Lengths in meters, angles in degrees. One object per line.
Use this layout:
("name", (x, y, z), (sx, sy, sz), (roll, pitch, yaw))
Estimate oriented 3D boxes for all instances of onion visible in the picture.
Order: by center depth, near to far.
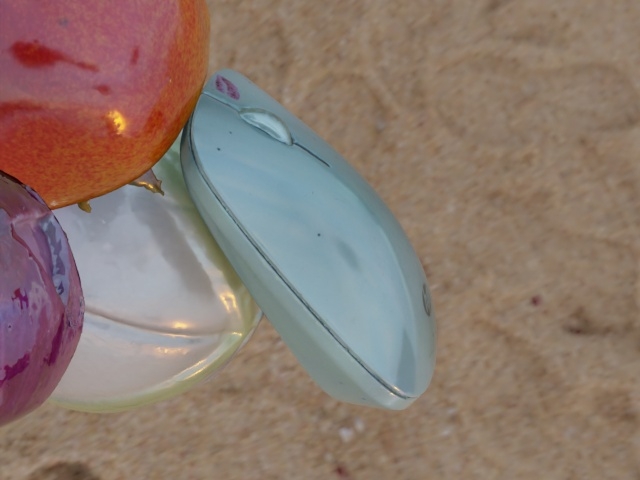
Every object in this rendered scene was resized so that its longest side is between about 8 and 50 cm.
("onion", (-0.185, 0.032, 0.741), (0.177, 0.177, 0.153), (6, 66, -26))

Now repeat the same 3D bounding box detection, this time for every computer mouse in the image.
("computer mouse", (0.006, -0.001, 1.357), (0.288, 0.097, 0.159), (59, 27, -23))

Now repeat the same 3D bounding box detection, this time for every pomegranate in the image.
("pomegranate", (-0.176, -0.118, 1.171), (0.220, 0.257, 0.221), (-9, 52, 12))

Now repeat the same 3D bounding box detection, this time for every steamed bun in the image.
("steamed bun", (-0.205, -0.014, 1.497), (0.309, 0.309, 0.309), (8, 71, -25))
